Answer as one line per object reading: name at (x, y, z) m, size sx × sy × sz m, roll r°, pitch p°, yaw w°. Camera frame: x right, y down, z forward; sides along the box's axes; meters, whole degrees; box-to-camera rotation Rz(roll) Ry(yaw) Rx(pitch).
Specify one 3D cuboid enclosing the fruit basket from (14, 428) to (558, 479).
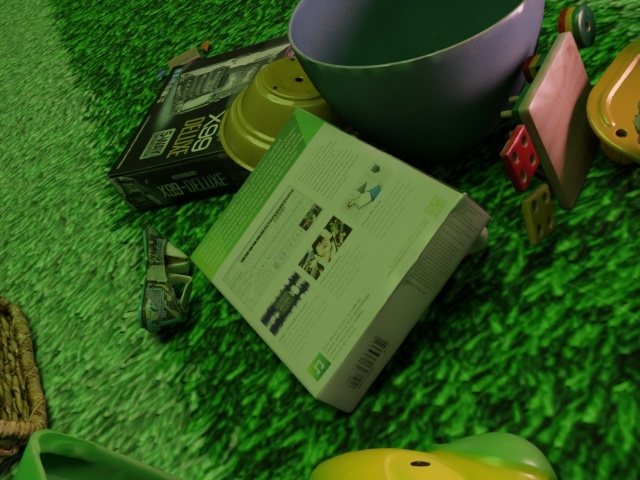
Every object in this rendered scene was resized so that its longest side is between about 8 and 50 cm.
fruit basket at (-0.014, 0.243, 0.447) m, size 0.392 × 0.283 × 0.392 m, roll -26°, pitch 46°, yaw 29°

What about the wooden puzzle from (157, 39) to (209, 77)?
wooden puzzle at (-0.273, -0.362, 1.504) m, size 0.116 × 0.014 × 0.078 m, roll -25°, pitch 33°, yaw 7°

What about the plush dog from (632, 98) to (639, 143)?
plush dog at (0.413, -0.147, 0.594) m, size 0.210 × 0.225 × 0.262 m, roll -40°, pitch 48°, yaw -16°

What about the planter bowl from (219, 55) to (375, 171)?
planter bowl at (-0.029, -0.182, 0.997) m, size 0.217 × 0.090 × 0.217 m, roll 1°, pitch 46°, yaw -1°

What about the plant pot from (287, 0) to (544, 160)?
plant pot at (0.129, -0.211, 0.898) m, size 0.290 × 0.195 × 0.290 m, roll -13°, pitch 42°, yaw 12°

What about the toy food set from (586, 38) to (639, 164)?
toy food set at (0.365, -0.146, 0.793) m, size 0.128 × 0.071 × 0.218 m, roll 32°, pitch 68°, yaw 24°

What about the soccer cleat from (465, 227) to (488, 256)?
soccer cleat at (0.100, -0.026, 0.823) m, size 0.196 × 0.068 × 0.076 m, roll 6°, pitch 46°, yaw 42°

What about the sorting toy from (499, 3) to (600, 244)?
sorting toy at (0.238, -0.118, 0.782) m, size 0.046 × 0.132 × 0.274 m, roll -1°, pitch 45°, yaw 43°

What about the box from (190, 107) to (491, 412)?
box at (0.000, 0.000, 0.806) m, size 0.232 × 0.058 × 0.322 m, roll -54°, pitch 40°, yaw 2°

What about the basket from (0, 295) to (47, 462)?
basket at (-0.490, 0.148, 0.886) m, size 0.223 × 0.213 × 0.299 m, roll -34°, pitch 37°, yaw -5°

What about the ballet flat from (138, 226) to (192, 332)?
ballet flat at (-0.194, 0.047, 0.947) m, size 0.070 × 0.070 × 0.188 m, roll -24°, pitch 39°, yaw 7°

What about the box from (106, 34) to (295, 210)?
box at (-0.164, -0.189, 1.176) m, size 0.242 × 0.076 × 0.307 m, roll -9°, pitch 41°, yaw 24°
